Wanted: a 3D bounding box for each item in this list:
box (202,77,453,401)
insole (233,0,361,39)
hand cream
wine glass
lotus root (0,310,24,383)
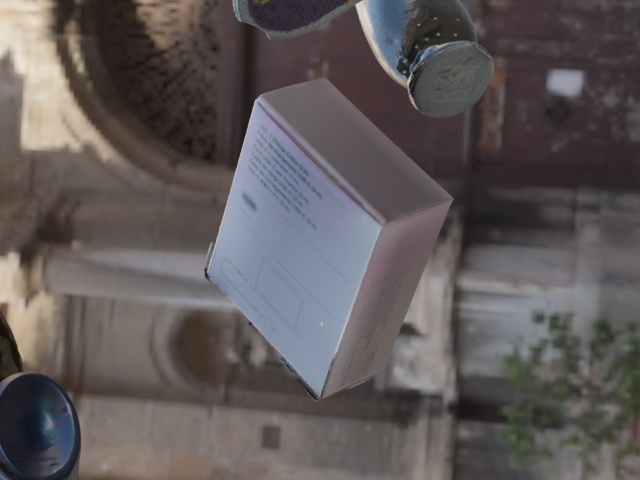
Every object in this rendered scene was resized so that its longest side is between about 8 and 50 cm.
[{"bbox_3d":[0.000,0.000,1.516,0.106,0.203,0.252,-20,-38,-36],"label":"box"},{"bbox_3d":[0.053,-0.137,0.622,0.004,0.197,0.065,64,-179,37],"label":"insole"},{"bbox_3d":[-0.189,0.200,0.950,0.271,0.061,0.120,104,155,-44],"label":"hand cream"},{"bbox_3d":[0.106,-0.227,1.633,0.111,0.111,0.204,85,165,-44],"label":"wine glass"},{"bbox_3d":[-0.389,0.089,1.219,0.346,0.250,0.250,45,-153,-12],"label":"lotus root"}]
